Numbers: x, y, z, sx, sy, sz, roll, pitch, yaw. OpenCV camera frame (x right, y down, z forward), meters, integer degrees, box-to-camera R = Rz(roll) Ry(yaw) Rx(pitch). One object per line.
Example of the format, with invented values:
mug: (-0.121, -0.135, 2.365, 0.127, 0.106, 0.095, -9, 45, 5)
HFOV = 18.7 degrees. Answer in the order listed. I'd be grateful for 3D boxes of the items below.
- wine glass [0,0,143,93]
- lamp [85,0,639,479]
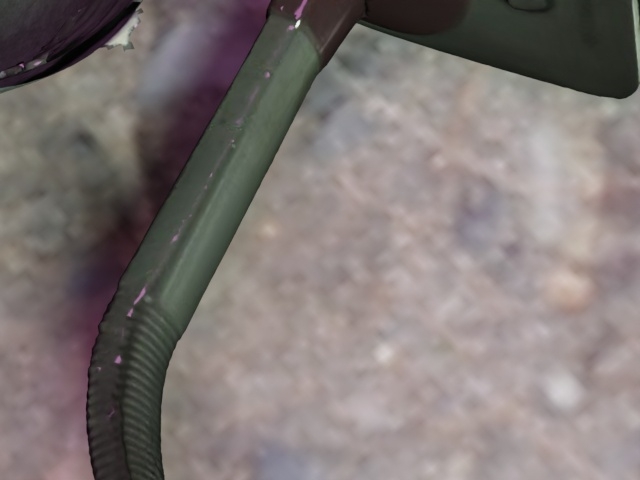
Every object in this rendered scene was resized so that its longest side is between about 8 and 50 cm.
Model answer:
wine glass: (-0.137, -0.094, 0.491, 0.126, 0.126, 0.241, -54, 33, -15)
lamp: (-0.007, 0.001, 0.427, 0.124, 0.203, 0.283, 7, 64, 15)
